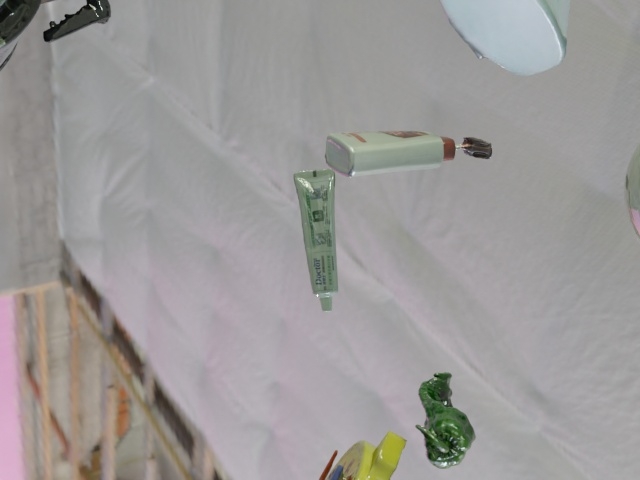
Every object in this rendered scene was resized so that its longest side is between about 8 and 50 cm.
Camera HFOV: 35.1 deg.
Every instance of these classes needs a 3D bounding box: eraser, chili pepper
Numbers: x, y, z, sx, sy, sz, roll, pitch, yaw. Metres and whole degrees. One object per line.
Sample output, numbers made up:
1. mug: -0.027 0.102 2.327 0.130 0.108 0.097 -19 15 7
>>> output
1. eraser: 0.214 -0.348 1.123 0.104 0.189 0.290 -18 -133 43
2. chili pepper: 0.176 0.259 1.454 0.257 0.074 0.100 -90 161 -79

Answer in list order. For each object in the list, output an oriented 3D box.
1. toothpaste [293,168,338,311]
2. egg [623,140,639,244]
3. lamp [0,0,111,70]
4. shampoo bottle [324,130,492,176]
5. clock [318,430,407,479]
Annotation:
1. toothpaste: 0.000 0.000 1.541 0.041 0.064 0.218 88 -3 -86
2. egg: 0.343 -0.051 0.867 0.151 0.209 0.151 17 -53 24
3. lamp: -0.395 -0.252 0.989 0.272 0.374 0.205 -155 -132 -84
4. shampoo bottle: 0.159 -0.161 1.808 0.153 0.284 0.071 -145 -130 -66
5. clock: -0.008 0.361 1.205 0.071 0.277 0.293 29 -40 0
